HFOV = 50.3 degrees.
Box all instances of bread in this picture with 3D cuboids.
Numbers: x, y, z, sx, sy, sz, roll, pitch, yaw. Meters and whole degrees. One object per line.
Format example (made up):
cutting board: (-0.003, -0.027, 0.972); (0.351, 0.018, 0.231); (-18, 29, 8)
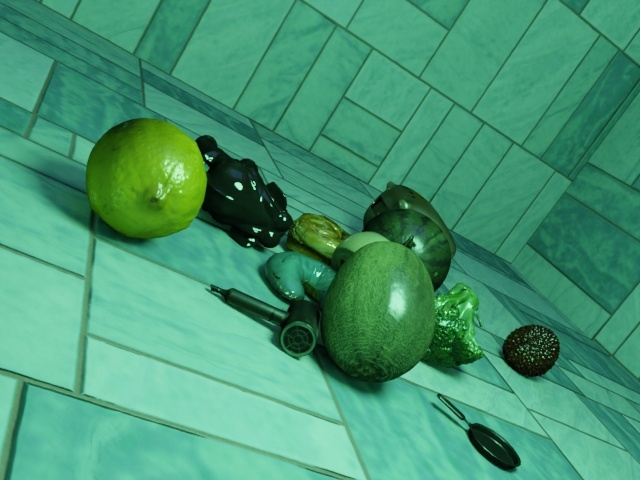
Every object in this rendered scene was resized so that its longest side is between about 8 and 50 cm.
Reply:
bread: (0.003, 0.002, 1.999); (0.198, 0.120, 0.236); (32, 14, 4)

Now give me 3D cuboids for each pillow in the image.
pillow: (-0.031, 0.107, 1.703); (0.233, 0.086, 0.214); (27, 21, -16)

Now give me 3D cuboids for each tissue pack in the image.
tissue pack: (0.298, -0.036, 2.442); (0.277, 0.267, 0.387); (45, 12, -16)

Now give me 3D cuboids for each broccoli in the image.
broccoli: (0.334, 0.224, 1.842); (0.269, 0.241, 0.261); (58, -18, -25)

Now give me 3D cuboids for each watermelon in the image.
watermelon: (0.235, 0.046, 1.966); (0.278, 0.279, 0.359); (35, 1, 6)

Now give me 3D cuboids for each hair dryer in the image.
hair dryer: (-0.117, 0.139, 1.459); (0.248, 0.078, 0.195); (26, 13, -4)

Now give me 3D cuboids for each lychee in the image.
lychee: (0.699, 0.359, 2.252); (0.188, 0.188, 0.188); (31, 15, -9)

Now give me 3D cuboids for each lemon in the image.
lemon: (-0.363, -0.129, 1.430); (0.260, 0.261, 0.284); (16, 18, -49)

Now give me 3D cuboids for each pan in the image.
pan: (0.354, 0.435, 1.555); (0.235, 0.028, 0.136); (40, 15, 12)

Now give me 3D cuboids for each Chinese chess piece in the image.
Chinese chess piece: (0.135, 0.102, 1.751); (0.104, 0.257, 0.257); (-28, 52, -25)

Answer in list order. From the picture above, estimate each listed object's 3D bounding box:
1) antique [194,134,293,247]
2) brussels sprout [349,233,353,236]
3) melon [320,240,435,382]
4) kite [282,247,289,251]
antique: (-0.214, -0.117, 1.835); (0.322, 0.185, 0.255); (33, 9, -34)
brussels sprout: (0.125, 0.005, 2.428); (0.083, 0.046, 0.051); (33, -3, 8)
melon: (0.129, 0.151, 1.485); (0.248, 0.248, 0.329); (30, 53, -14)
kite: (0.034, 0.100, 1.999); (0.335, 0.011, 0.314); (29, 15, -18)
